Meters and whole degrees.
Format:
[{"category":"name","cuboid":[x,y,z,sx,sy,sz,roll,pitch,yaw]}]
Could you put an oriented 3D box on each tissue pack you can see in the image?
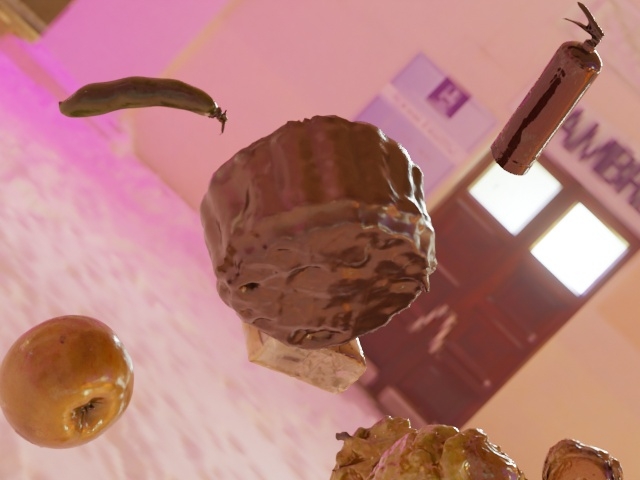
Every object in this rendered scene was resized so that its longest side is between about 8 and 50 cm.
[{"category":"tissue pack","cuboid":[-0.038,0.121,2.041,0.186,0.090,0.222,22,27,-29]}]

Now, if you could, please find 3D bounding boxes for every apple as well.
[{"category":"apple","cuboid":[-0.330,0.188,1.730,0.182,0.182,0.155,42,-4,-40]}]

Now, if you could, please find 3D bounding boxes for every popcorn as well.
[{"category":"popcorn","cuboid":[0.182,0.414,1.940,0.247,0.282,0.282,0,-35,48]},{"category":"popcorn","cuboid":[0.123,0.445,2.456,0.225,0.249,0.249,61,-1,-14]}]

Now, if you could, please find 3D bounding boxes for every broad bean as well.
[{"category":"broad bean","cuboid":[-0.236,-0.187,1.775,0.227,0.069,0.039,6,-3,-3]}]

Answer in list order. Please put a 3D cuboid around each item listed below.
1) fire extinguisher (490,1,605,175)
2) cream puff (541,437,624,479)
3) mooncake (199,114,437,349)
[{"category":"fire extinguisher","cuboid":[0.336,-0.219,1.937,0.089,0.267,0.072,41,36,13]},{"category":"cream puff","cuboid":[0.402,0.368,2.041,0.133,0.119,0.104,46,16,16]},{"category":"mooncake","cuboid":[-0.001,0.000,1.816,0.324,0.324,0.187,42,28,-44]}]
